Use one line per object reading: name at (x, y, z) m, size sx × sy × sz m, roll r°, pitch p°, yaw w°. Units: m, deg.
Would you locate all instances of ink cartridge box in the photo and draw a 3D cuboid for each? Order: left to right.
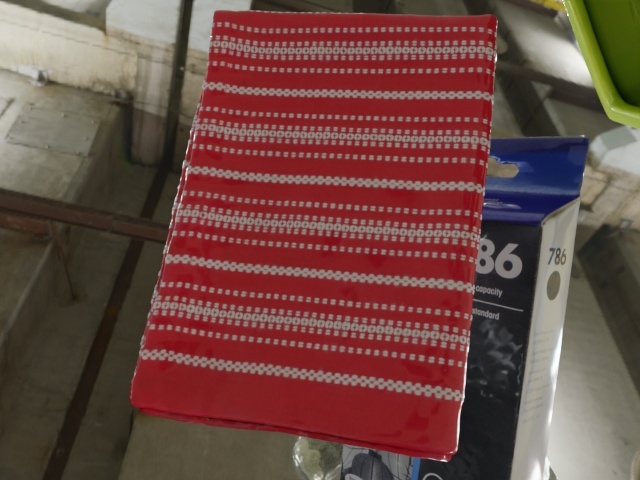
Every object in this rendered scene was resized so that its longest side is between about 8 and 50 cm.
ink cartridge box at (0.107, 0.075, 0.444) m, size 0.065 × 0.333 × 0.165 m, roll 5°, pitch -177°, yaw -42°

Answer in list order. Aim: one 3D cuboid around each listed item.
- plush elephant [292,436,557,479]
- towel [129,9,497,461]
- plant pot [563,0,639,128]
plush elephant at (0.183, 0.318, 0.693) m, size 0.329 × 0.272 × 0.255 m, roll -35°, pitch -157°, yaw -10°
towel at (-0.002, -0.021, 0.331) m, size 0.198 × 0.031 × 0.275 m, roll 7°, pitch -103°, yaw 11°
plant pot at (0.316, -0.217, 0.375) m, size 0.227 × 0.207 × 0.228 m, roll 61°, pitch -169°, yaw -17°
